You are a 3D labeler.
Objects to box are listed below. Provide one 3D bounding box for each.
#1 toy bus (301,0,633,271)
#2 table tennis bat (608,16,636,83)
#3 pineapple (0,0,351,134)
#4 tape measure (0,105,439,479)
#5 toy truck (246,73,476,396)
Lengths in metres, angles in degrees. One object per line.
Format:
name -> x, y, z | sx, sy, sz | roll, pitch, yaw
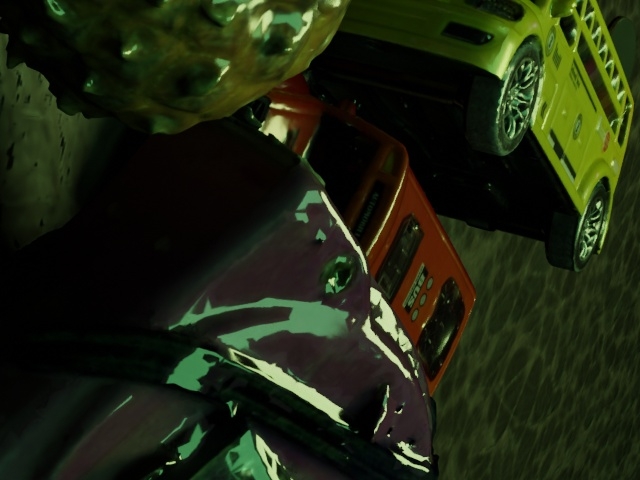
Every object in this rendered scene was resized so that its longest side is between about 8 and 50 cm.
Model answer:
toy bus -> 0.086, -0.096, 0.952 | 0.151, 0.145, 0.331 | -69, 157, -10
table tennis bat -> 0.232, -0.112, 1.384 | 0.156, 0.013, 0.087 | -66, 155, -14
pineapple -> -0.096, -0.166, 0.568 | 0.157, 0.158, 0.278 | -61, 140, -23
tape measure -> -0.066, 0.089, 0.702 | 0.231, 0.149, 0.245 | -46, 132, -11
toy truck -> 0.000, 0.000, 0.870 | 0.107, 0.114, 0.252 | -63, 154, -15
